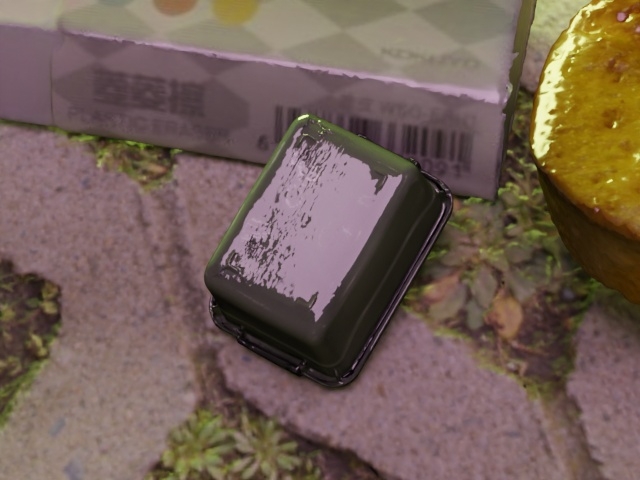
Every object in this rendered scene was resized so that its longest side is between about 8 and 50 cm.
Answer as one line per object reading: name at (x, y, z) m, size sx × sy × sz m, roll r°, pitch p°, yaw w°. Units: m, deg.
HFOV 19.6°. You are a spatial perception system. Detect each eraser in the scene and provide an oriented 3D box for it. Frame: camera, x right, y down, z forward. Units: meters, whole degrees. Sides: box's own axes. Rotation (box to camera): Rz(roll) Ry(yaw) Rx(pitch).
eraser at (-0.044, -0.165, 1.388) m, size 0.397 × 0.082 × 0.213 m, roll 9°, pitch 61°, yaw 10°

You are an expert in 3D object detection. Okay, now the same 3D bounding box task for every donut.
donut at (0.280, -0.062, 1.255) m, size 0.303 × 0.110 × 0.303 m, roll -3°, pitch 44°, yaw 3°

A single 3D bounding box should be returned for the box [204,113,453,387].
box at (0.000, 0.000, 1.262) m, size 0.124 × 0.093 × 0.172 m, roll 26°, pitch 80°, yaw 19°
